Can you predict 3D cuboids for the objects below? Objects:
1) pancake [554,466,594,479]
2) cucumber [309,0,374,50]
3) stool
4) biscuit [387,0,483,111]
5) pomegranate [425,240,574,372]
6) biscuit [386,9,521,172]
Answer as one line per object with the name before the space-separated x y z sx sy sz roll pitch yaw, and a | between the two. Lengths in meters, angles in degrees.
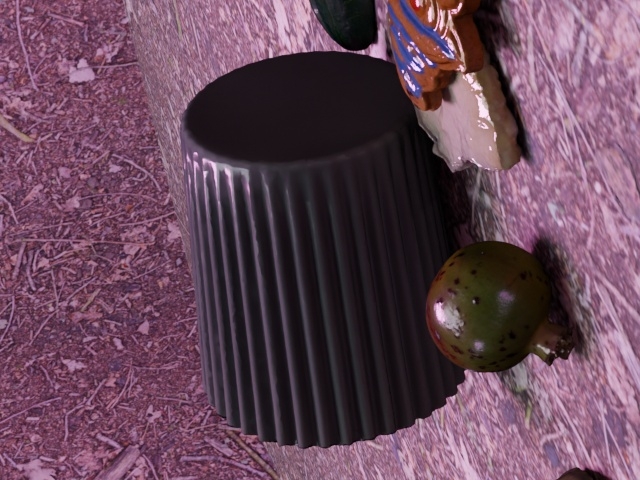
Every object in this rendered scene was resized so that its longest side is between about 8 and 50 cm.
pancake | 0.246 0.356 1.581 0.294 0.049 0.294 176 90 -89
cucumber | 0.006 -0.305 1.776 0.115 0.063 0.244 -126 18 -60
stool | 0.000 0.000 1.772 0.297 0.297 0.330 -124 23 -56
biscuit | 0.090 -0.231 1.432 0.183 0.043 0.280 -127 25 -44
pomegranate | 0.154 0.065 1.508 0.130 0.130 0.130 161 90 -80
biscuit | 0.116 -0.144 1.546 0.265 0.040 0.188 -121 18 -49
